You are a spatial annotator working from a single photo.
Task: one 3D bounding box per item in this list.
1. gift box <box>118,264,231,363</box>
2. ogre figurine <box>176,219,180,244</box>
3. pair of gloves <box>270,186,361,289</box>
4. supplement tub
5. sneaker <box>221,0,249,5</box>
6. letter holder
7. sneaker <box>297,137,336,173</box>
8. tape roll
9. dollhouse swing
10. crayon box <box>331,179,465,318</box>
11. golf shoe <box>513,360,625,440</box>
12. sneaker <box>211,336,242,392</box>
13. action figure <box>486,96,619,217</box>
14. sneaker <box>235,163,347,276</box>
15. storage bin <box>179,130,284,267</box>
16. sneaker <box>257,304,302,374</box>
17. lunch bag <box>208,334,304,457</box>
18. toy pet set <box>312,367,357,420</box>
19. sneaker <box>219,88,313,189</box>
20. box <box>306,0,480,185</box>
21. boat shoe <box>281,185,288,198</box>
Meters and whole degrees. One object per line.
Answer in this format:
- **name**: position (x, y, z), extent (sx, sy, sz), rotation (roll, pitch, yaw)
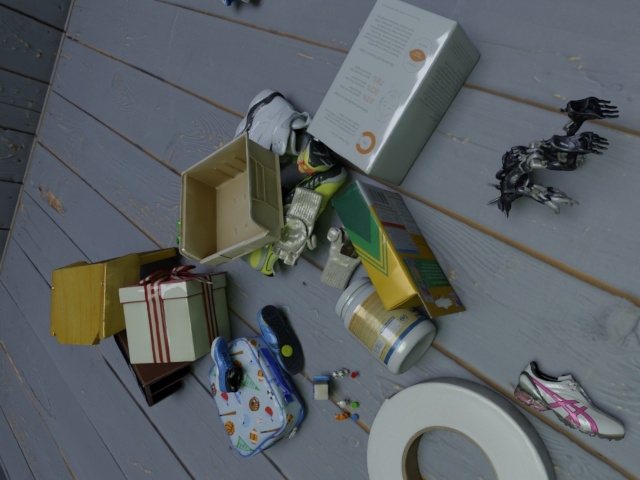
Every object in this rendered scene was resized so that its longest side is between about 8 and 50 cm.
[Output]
- **gift box**: position (-0.405, 0.206, 1.321), extent (0.276, 0.255, 0.258), rotation (-8, 90, 11)
- **ogre figurine**: position (-0.434, -0.047, 1.472), extent (0.197, 0.097, 0.118), rotation (-50, 49, 9)
- **pair of gloves**: position (0.000, 0.000, 1.110), extent (0.240, 0.042, 0.204), rotation (29, 107, -1)
- **supplement tub**: position (0.145, 0.189, 1.002), extent (0.199, 0.144, 0.144), rotation (39, 109, 31)
- **sneaker**: position (-0.210, -0.874, 1.370), extent (0.322, 0.130, 0.236), rotation (-13, 88, 30)
- **letter holder**: position (-0.558, 0.366, 1.512), extent (0.302, 0.214, 0.152), rotation (46, 144, 29)
- **sneaker**: position (-0.018, -0.198, 1.098), extent (0.081, 0.208, 0.094), rotation (44, 107, -10)
- **tape roll**: position (0.281, 0.490, 0.927), extent (0.392, 0.072, 0.392), rotation (-3, 85, 35)
- **dollhouse swing**: position (-0.683, 0.179, 1.500), extent (0.346, 0.305, 0.315), rotation (-8, 81, 34)
- **crayon box**: position (0.171, 0.034, 0.960), extent (0.083, 0.203, 0.323), rotation (-38, 66, 28)
- **golf shoe**: position (0.463, 0.296, 0.812), extent (0.186, 0.067, 0.086), rotation (22, 98, 35)
- **sneaker**: position (-0.251, 0.340, 1.200), extent (0.084, 0.058, 0.152), rotation (-11, 80, 38)
- **action figure**: position (0.422, -0.131, 0.819), extent (0.140, 0.276, 0.164), rotation (19, 70, 0)
- **sneaker**: position (-0.062, -0.056, 1.202), extent (0.384, 0.145, 0.147), rotation (-41, 99, 20)
- **storage bin**: position (-0.235, -0.094, 1.137), extent (0.262, 0.123, 0.260), rotation (-21, 62, 32)
- **sneaker**: position (-0.118, 0.285, 1.243), extent (0.209, 0.069, 0.082), rotation (60, 147, 16)
- **lunch bag**: position (-0.181, 0.435, 1.240), extent (0.243, 0.115, 0.303), rotation (-47, 61, 21)
- **toy pet set**: position (0.037, 0.391, 1.132), extent (0.114, 0.065, 0.122), rotation (0, 89, 1)
- **sneaker**: position (-0.159, -0.237, 1.260), extent (0.210, 0.137, 0.366), rotation (37, 105, 34)
- **box**: position (0.162, -0.338, 1.018), extent (0.215, 0.168, 0.345), rotation (41, 109, 31)
- **boat shoe**: position (-0.184, -0.080, 1.308), extent (0.227, 0.068, 0.081), rotation (-42, 62, 25)
